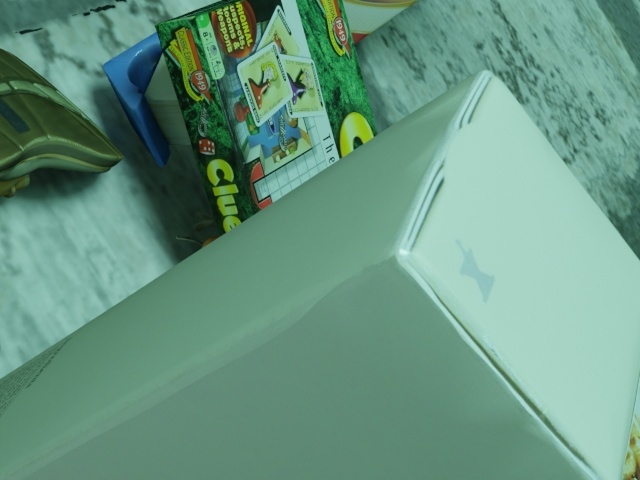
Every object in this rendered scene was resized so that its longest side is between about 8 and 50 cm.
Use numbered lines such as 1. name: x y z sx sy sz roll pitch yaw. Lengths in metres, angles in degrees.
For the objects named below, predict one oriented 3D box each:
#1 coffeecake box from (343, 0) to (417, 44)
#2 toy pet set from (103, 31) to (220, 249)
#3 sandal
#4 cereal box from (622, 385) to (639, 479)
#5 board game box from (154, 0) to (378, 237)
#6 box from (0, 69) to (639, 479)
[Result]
1. coffeecake box: 0.033 -0.222 0.812 0.142 0.185 0.068 41 38 -24
2. toy pet set: -0.067 -0.044 0.687 0.114 0.065 0.122 68 31 -48
3. sandal: -0.145 -0.043 0.571 0.072 0.049 0.180 47 16 3
4. cereal box: 0.171 0.144 0.837 0.240 0.047 0.173 43 38 -23
5. board game box: 0.000 0.000 0.675 0.136 0.030 0.259 -39 117 -57
6. box: -0.035 0.065 0.436 0.094 0.275 0.113 50 36 -14
